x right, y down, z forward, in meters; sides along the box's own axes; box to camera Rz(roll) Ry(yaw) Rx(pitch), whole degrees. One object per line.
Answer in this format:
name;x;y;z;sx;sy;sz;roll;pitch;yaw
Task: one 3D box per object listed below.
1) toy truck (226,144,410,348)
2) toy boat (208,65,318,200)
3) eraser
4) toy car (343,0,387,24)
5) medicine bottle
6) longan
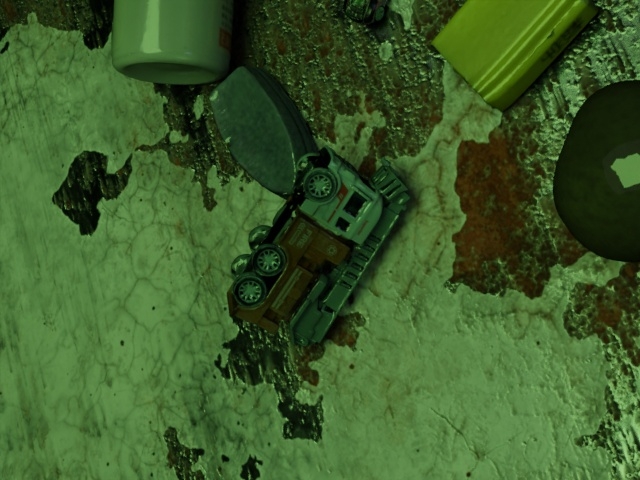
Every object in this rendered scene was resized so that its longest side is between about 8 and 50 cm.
toy truck;0.000;0.000;1.890;0.338;0.184;0.133;-56;15;10
toy boat;-0.087;-0.174;2.013;0.127;0.078;0.283;-40;63;20
eraser;0.291;-0.323;1.783;0.226;0.069;0.158;-49;59;20
toy car;0.085;-0.425;1.940;0.069;0.055;0.142;30;102;29
medicine bottle;-0.255;-0.475;2.080;0.211;0.211;0.372;-1;83;33
longan;0.421;-0.095;1.582;0.248;0.248;0.248;-4;82;33
